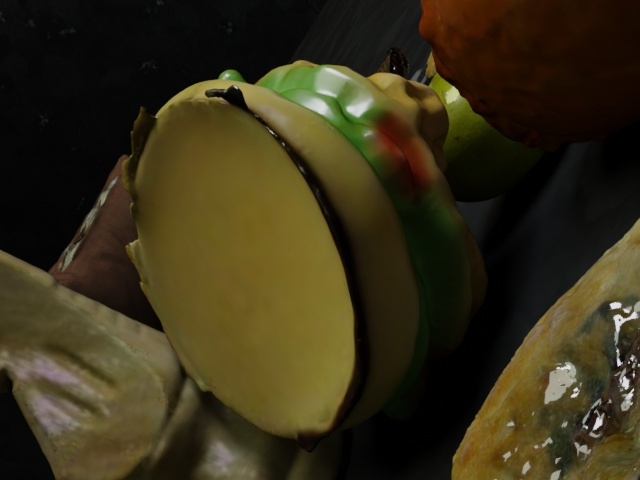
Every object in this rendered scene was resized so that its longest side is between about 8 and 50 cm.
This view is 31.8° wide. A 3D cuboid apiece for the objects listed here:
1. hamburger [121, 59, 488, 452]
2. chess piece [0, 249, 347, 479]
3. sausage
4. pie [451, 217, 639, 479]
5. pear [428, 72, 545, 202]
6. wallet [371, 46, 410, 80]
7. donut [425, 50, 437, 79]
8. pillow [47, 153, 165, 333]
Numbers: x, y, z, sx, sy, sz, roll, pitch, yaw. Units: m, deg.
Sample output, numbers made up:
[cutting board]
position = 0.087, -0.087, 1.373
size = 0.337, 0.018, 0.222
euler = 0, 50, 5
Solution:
[hamburger]
position = 0.000, 0.000, 0.676
size = 0.149, 0.237, 0.237
euler = -24, -16, -39
[chess piece]
position = -0.136, 0.107, 0.733
size = 0.137, 0.301, 0.137
euler = -54, 13, 19
[sausage]
position = 0.147, -0.144, 0.513
size = 0.153, 0.141, 0.268
euler = -65, 9, -25
[pie]
position = 0.100, 0.070, 0.399
size = 0.218, 0.052, 0.185
euler = -60, 5, -16
[pear]
position = 0.100, -0.072, 0.698
size = 0.097, 0.092, 0.092
euler = -60, 10, -8
[wallet]
position = 0.029, -0.083, 1.197
size = 0.243, 0.039, 0.132
euler = 129, 157, -52
[donut]
position = 0.147, -0.167, 0.762
size = 0.178, 0.065, 0.162
euler = -46, 9, 47
[pillow]
position = -0.199, 0.102, 1.225
size = 0.108, 0.305, 0.308
euler = -12, 27, 12
